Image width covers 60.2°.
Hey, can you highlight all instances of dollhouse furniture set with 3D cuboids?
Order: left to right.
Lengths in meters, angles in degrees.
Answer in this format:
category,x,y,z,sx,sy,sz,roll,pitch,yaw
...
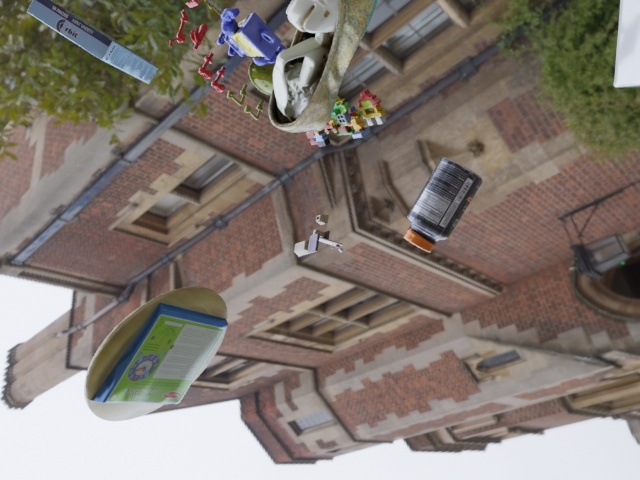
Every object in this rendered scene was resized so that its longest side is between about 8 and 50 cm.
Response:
category,x,y,z,sx,sy,sz,roll,pitch,yaw
dollhouse furniture set,0.000,0.000,1.292,0.081,0.114,0.090,17,-109,-28

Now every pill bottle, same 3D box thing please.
category,x,y,z,sx,sy,sz,roll,pitch,yaw
pill bottle,0.323,-0.091,1.504,0.131,0.245,0.130,29,-172,-4

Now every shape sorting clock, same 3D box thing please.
category,x,y,z,sx,sy,sz,roll,pitch,yaw
shape sorting clock,-0.203,0.144,0.703,0.040,0.206,0.206,31,-158,28

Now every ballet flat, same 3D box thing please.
category,x,y,z,sx,sy,sz,roll,pitch,yaw
ballet flat,-0.006,-0.296,0.812,0.123,0.348,0.123,10,-130,-12

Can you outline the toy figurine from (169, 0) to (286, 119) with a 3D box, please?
category,x,y,z,sx,sy,sz,roll,pitch,yaw
toy figurine,-0.184,-0.490,1.461,0.362,0.217,0.191,40,-111,-39

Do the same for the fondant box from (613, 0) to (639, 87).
category,x,y,z,sx,sy,sz,roll,pitch,yaw
fondant box,0.464,-0.183,0.447,0.331,0.238,0.096,-4,-78,-14

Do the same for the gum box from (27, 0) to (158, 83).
category,x,y,z,sx,sy,sz,roll,pitch,yaw
gum box,-0.403,-0.360,1.002,0.157,0.041,0.184,34,-174,4

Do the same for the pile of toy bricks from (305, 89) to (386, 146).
category,x,y,z,sx,sy,sz,roll,pitch,yaw
pile of toy bricks,0.040,-0.297,1.295,0.118,0.212,0.105,-41,-63,-28
